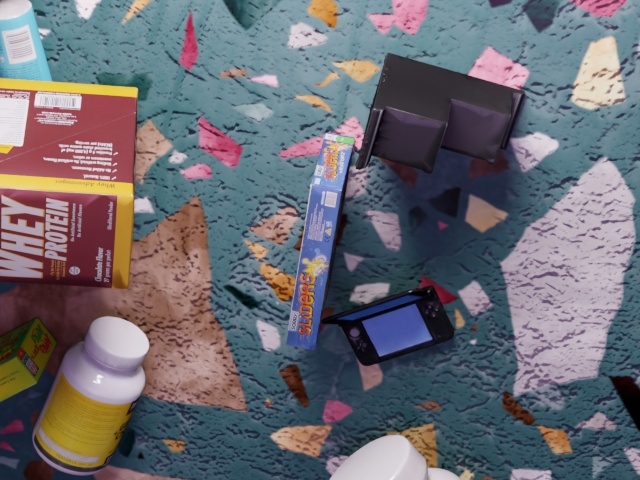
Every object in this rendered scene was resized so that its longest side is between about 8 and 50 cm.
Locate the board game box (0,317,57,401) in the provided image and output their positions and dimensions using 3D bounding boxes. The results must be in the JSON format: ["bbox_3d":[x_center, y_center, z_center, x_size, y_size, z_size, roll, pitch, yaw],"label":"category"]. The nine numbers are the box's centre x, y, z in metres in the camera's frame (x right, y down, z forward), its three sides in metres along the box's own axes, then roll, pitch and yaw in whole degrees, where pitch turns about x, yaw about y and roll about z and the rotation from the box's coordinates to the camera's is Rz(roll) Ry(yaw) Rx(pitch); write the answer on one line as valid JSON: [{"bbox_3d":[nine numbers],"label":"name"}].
[{"bbox_3d":[-0.412,0.168,1.941,0.181,0.092,0.043,-27,112,21],"label":"board game box"}]

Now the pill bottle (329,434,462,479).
[{"bbox_3d":[0.139,0.383,1.930,0.169,0.169,0.301,-31,110,22],"label":"pill bottle"}]

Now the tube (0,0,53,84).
[{"bbox_3d":[-0.325,-0.164,1.780,0.080,0.052,0.207,0,124,11],"label":"tube"}]

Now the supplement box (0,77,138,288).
[{"bbox_3d":[-0.293,-0.063,1.712,0.191,0.194,0.129,3,130,-7],"label":"supplement box"}]

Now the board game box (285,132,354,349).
[{"bbox_3d":[0.000,0.000,1.766,0.035,0.136,0.201,11,118,2],"label":"board game box"}]

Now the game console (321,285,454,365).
[{"bbox_3d":[0.078,0.101,1.844,0.122,0.071,0.107,-19,113,18],"label":"game console"}]

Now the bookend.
[{"bbox_3d":[0.127,-0.117,1.673,0.157,0.156,0.072,15,119,-1],"label":"bookend"}]

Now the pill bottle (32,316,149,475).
[{"bbox_3d":[-0.271,0.185,1.922,0.103,0.103,0.184,24,119,-5],"label":"pill bottle"}]
